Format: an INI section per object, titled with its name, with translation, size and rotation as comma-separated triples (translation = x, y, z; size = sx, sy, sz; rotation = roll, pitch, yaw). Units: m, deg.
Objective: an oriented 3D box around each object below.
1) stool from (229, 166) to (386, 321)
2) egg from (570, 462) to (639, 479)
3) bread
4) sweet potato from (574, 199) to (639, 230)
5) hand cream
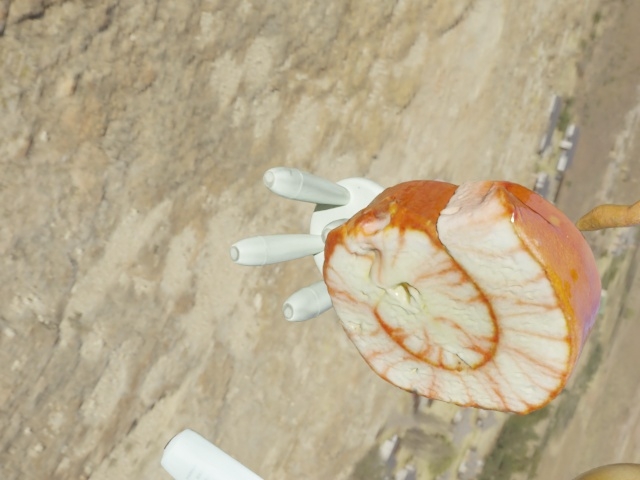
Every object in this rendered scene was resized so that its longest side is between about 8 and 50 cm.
[stool]
translation = 0.000, 0.000, 1.391
size = 0.199, 0.195, 0.195
rotation = -5, 131, -45
[egg]
translation = 0.464, 0.496, 1.375
size = 0.282, 0.283, 0.351
rotation = -45, 162, -42
[bread]
translation = 0.163, 0.071, 1.071
size = 0.114, 0.328, 0.295
rotation = -47, 121, -42
[sweet potato]
translation = 0.415, -0.036, 1.219
size = 0.044, 0.179, 0.044
rotation = 12, 69, -35
[hand cream]
translation = -0.099, 0.395, 1.330
size = 0.109, 0.321, 0.067
rotation = -56, 172, 15
